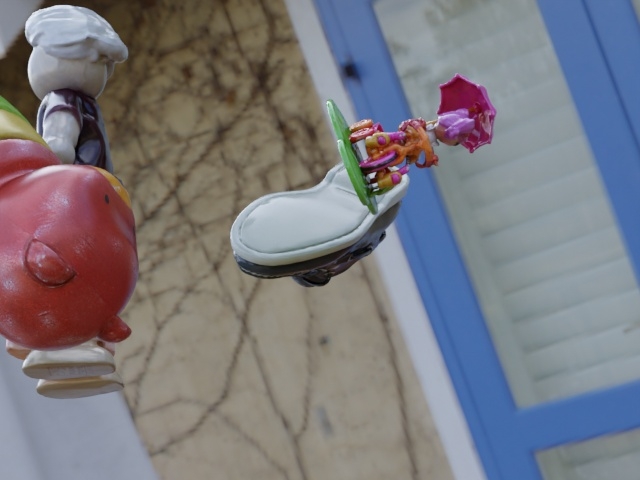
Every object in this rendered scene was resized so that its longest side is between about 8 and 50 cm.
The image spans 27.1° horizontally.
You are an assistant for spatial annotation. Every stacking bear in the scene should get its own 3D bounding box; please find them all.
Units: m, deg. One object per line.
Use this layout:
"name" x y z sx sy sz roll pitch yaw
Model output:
"stacking bear" -0.231 -0.026 0.877 0.164 0.289 0.175 -47 -38 -19

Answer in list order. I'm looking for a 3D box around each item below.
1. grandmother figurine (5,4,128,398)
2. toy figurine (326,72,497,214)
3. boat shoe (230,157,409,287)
"grandmother figurine" -0.214 -0.049 1.137 0.104 0.342 0.208 0 -21 -11
"toy figurine" 0.102 -0.110 1.352 0.159 0.130 0.173 -22 13 7
"boat shoe" -0.003 -0.002 1.580 0.127 0.113 0.340 23 28 16
